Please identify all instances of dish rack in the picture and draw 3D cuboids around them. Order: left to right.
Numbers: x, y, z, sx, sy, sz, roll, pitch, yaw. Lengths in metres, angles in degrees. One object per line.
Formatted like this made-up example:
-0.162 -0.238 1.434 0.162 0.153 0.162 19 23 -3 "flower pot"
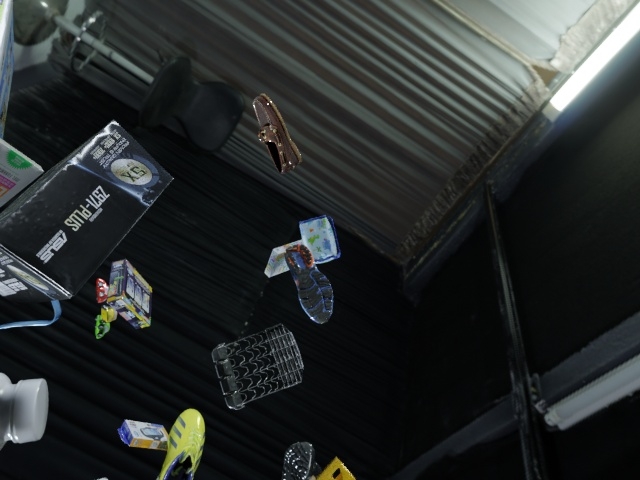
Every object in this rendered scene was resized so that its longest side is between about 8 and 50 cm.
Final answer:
-0.191 0.382 1.365 0.271 0.208 0.074 -22 168 3 "dish rack"

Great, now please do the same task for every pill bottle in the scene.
-0.594 0.289 0.722 0.136 0.245 0.137 180 -90 -70 "pill bottle"

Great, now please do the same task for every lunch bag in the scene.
0.000 0.000 1.284 0.096 0.129 0.151 -14 177 1 "lunch bag"

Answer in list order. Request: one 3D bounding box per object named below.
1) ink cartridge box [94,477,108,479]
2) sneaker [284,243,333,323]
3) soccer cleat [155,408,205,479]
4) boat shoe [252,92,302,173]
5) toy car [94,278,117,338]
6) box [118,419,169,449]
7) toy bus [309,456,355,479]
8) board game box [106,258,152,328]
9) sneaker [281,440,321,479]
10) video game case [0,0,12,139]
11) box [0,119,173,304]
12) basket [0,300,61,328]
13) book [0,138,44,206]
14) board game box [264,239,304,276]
-0.452 0.526 0.578 0.160 0.279 0.385 49 -60 39 "ink cartridge box"
-0.022 0.109 1.085 0.087 0.083 0.221 75 -6 -52 "sneaker"
-0.310 0.498 1.016 0.121 0.093 0.289 -52 -165 22 "soccer cleat"
-0.122 -0.270 1.146 0.073 0.207 0.073 -36 -155 -16 "boat shoe"
-0.881 0.303 1.811 0.239 0.053 0.225 49 -53 42 "toy car"
-0.474 0.524 1.196 0.081 0.136 0.028 25 -98 47 "box"
0.012 0.752 1.336 0.191 0.104 0.202 -55 161 27 "toy bus"
-0.565 0.161 1.323 0.170 0.048 0.141 75 0 -51 "board game box"
-0.052 0.758 1.487 0.124 0.107 0.283 -11 128 -40 "sneaker"
-0.716 -0.361 0.964 0.269 0.061 0.244 -25 -118 54 "video game case"
-0.255 -0.020 0.436 0.180 0.077 0.147 -11 -139 42 "box"
-0.802 0.083 1.103 0.201 0.254 0.289 -97 179 -76 "basket"
-0.553 -0.097 0.732 0.144 0.035 0.096 -43 154 -7 "book"
-0.106 0.055 1.459 0.154 0.026 0.103 -20 143 -45 "board game box"
